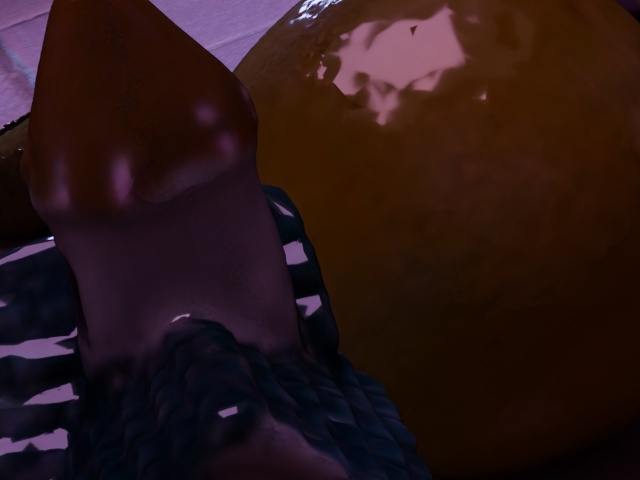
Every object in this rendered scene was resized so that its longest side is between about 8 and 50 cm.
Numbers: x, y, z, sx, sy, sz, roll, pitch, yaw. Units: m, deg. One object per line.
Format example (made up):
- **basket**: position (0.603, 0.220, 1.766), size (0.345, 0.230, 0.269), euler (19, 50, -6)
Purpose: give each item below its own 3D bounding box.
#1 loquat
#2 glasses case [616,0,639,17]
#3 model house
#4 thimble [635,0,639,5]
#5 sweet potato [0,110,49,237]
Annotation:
- **loquat**: position (0.057, -0.007, 0.804), size (0.243, 0.244, 0.244), euler (-18, 17, 6)
- **glasses case**: position (0.258, -0.215, 1.456), size (0.316, 0.076, 0.123), euler (-5, 22, 39)
- **model house**: position (-0.066, 0.083, 0.530), size (0.190, 0.301, 0.271), euler (-13, 16, -5)
- **thimble**: position (0.291, -0.232, 1.178), size (0.271, 0.150, 0.271), euler (-36, -8, -6)
- **sweet potato**: position (-0.192, -0.061, 1.440), size (0.310, 0.098, 0.124), euler (-14, 10, 7)
